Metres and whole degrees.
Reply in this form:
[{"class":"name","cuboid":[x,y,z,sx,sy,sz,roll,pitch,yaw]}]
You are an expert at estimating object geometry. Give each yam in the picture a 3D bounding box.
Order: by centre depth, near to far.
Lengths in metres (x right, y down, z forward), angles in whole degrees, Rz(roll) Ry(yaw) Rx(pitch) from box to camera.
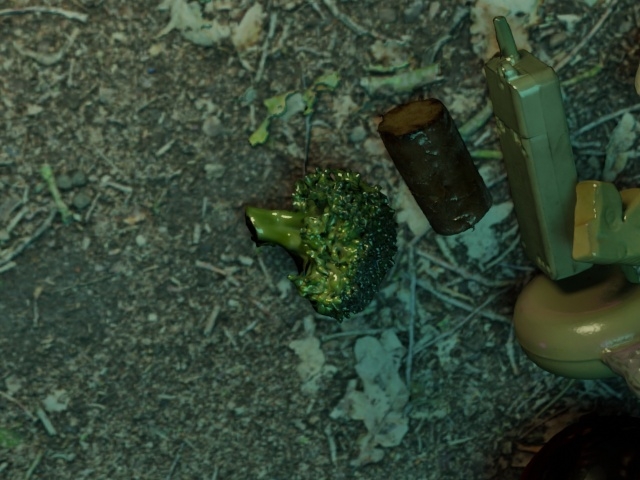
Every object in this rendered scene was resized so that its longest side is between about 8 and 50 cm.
[{"class":"yam","cuboid":[0.120,-0.076,1.490,0.079,0.079,0.141,-30,118,0]}]

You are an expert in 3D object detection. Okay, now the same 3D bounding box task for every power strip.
[{"class":"power strip","cuboid":[0.221,-0.099,1.497,0.053,0.093,0.288,-19,117,-7]}]

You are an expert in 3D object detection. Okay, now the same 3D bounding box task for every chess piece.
[{"class":"chess piece","cuboid":[0.329,-0.013,1.520,0.200,0.090,0.090,3,116,-48]}]

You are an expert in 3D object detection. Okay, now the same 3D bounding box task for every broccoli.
[{"class":"broccoli","cuboid":[0.000,0.000,1.475,0.160,0.167,0.155,6,79,11]}]

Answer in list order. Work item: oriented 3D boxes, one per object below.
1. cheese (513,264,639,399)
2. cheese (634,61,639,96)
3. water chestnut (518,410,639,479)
[{"class":"cheese","cuboid":[0.303,0.099,1.501,0.163,0.286,0.082,-22,111,-7]},{"class":"cheese","cuboid":[0.444,-0.186,1.486,0.189,0.154,0.198,31,102,-30]},{"class":"water chestnut","cuboid":[0.353,0.370,1.645,0.350,0.350,0.302,10,143,-19]}]
